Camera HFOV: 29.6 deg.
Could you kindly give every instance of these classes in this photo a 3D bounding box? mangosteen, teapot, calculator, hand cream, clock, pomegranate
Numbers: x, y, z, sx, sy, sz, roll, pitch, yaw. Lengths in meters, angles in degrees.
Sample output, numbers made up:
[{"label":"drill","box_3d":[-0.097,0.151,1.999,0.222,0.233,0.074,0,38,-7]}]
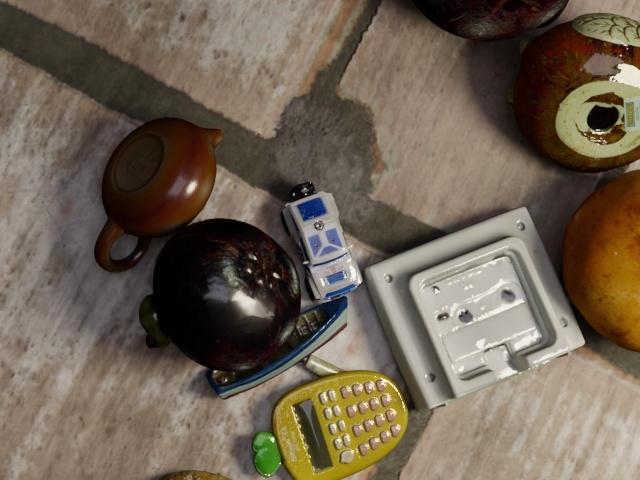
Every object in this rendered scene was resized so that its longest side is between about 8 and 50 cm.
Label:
[{"label":"mangosteen","box_3d":[0.252,-0.440,1.711,0.330,0.330,0.330,1,83,-8]},{"label":"teapot","box_3d":[-0.222,-0.060,1.682,0.135,0.178,0.252,35,86,-42]},{"label":"calculator","box_3d":[0.012,0.266,1.712,0.234,0.032,0.146,-18,93,-10]},{"label":"hand cream","box_3d":[0.014,0.192,1.737,0.102,0.022,0.035,30,81,-9]},{"label":"mangosteen","box_3d":[-0.134,0.082,1.649,0.216,0.216,0.216,1,83,-8]},{"label":"clock","box_3d":[0.223,0.096,1.729,0.262,0.116,0.231,-20,85,-11]},{"label":"pomegranate","box_3d":[0.468,0.028,1.707,0.264,0.264,0.264,1,83,-8]}]

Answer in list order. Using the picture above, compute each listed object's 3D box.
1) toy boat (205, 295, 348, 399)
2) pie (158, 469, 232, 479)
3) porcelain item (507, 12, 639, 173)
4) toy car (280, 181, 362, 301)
[{"label":"toy boat","box_3d":[-0.053,0.152,1.711,0.229,0.080,0.046,-31,123,-9]},{"label":"pie","box_3d":[-0.177,0.408,1.669,0.195,0.046,0.195,1,84,-9]},{"label":"porcelain item","box_3d":[0.398,-0.229,1.769,0.253,0.253,0.253,1,83,-8]},{"label":"toy car","box_3d":[0.000,0.000,1.732,0.080,0.070,0.171,-19,86,-9]}]
